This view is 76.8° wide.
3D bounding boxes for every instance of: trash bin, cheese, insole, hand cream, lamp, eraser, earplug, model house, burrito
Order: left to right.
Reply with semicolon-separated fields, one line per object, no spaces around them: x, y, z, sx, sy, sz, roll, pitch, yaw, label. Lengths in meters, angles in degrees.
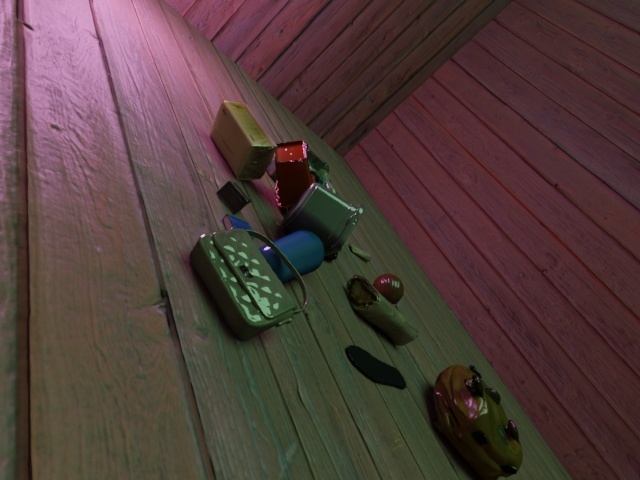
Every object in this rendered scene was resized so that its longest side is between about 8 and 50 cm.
-0.224;-0.033;1.108;0.084;0.027;0.063;26;30;-54;eraser
-0.095;0.051;1.098;0.132;0.132;0.273;51;20;7;earplug
-0.096;-0.228;1.481;0.239;0.161;0.185;83;-2;-52;trash bin
-0.044;-0.219;1.719;0.267;0.194;0.325;30;28;-49;model house
0.193;0.059;1.974;0.143;0.039;0.061;31;26;-35;hand cream
0.176;0.390;1.229;0.309;0.012;0.110;34;21;-42;insole
0.220;0.261;1.476;0.299;0.105;0.143;42;8;-19;burrito
0.284;0.207;1.707;0.136;0.136;0.136;44;17;-17;lamp
0.340;0.316;1.757;0.092;0.047;0.171;40;19;-36;cheese

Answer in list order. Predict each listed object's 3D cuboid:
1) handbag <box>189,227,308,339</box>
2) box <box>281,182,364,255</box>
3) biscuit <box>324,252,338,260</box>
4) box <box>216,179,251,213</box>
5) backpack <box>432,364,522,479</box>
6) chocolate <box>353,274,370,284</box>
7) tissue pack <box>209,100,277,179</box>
-0.140;0.074;0.885;0.219;0.079;0.256;-19;67;-48;handbag
-0.009;-0.067;1.334;0.182;0.175;0.312;35;-15;-9;box
0.000;0.000;1.579;0.192;0.049;0.192;46;13;-13;biscuit
-0.253;-0.128;1.199;0.085;0.060;0.063;49;8;0;box
0.521;0.584;1.368;0.353;0.201;0.378;49;19;-15;backpack
0.180;0.171;1.697;0.100;0.031;0.064;35;17;-37;chocolate
-0.274;-0.350;1.416;0.125;0.159;0.234;-11;59;-44;tissue pack
